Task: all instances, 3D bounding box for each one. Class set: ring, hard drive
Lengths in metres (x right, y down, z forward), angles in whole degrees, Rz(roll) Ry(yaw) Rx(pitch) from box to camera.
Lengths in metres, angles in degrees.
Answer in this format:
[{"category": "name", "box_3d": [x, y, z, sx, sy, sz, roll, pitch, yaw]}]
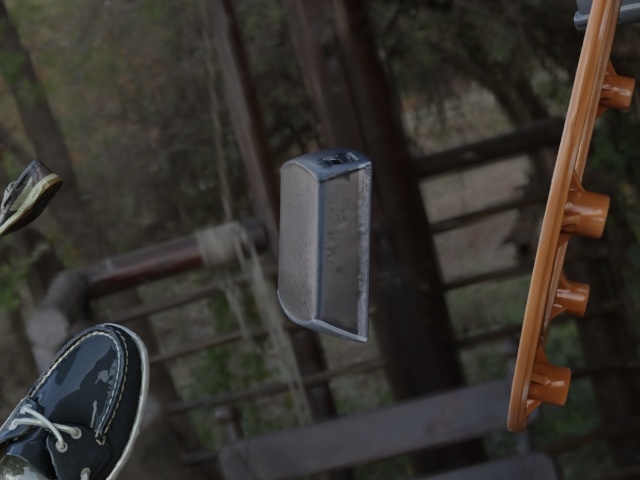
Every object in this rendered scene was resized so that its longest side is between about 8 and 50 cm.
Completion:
[{"category": "ring", "box_3d": [0.154, -0.055, 0.801, 0.032, 0.337, 0.336, 12, 13, 10]}, {"category": "hard drive", "box_3d": [0.000, 0.000, 1.323, 0.054, 0.172, 0.254, 1, 4, -10]}]

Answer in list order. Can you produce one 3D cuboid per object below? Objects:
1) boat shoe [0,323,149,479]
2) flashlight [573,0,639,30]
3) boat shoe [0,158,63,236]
[{"category": "boat shoe", "box_3d": [-0.250, 0.205, 1.287, 0.114, 0.302, 0.091, 18, -14, 19]}, {"category": "flashlight", "box_3d": [0.359, -0.234, 1.196, 0.304, 0.103, 0.103, -10, 16, 13]}, {"category": "boat shoe", "box_3d": [-0.383, -0.056, 1.861, 0.152, 0.049, 0.056, -38, -7, 41]}]
